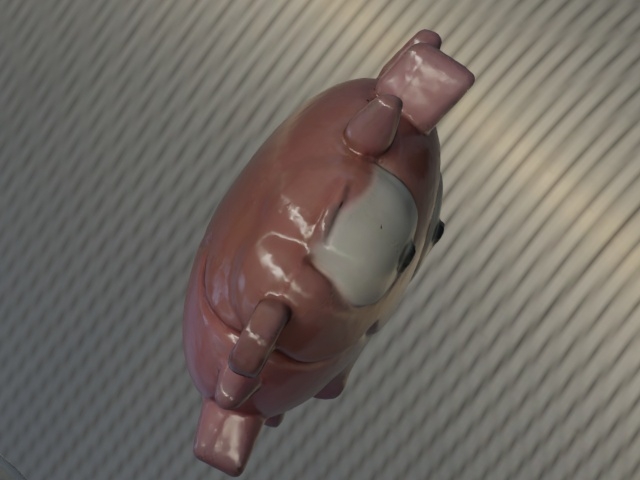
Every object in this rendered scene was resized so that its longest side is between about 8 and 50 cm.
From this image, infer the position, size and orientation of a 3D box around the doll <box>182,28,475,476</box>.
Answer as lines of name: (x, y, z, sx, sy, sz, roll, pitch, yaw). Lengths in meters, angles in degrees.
doll: (0.000, 0.000, 0.806, 0.093, 0.262, 0.211, 29, 105, 3)

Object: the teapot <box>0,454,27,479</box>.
teapot: (-0.183, 0.049, 0.419, 0.159, 0.245, 0.116, -42, 34, 45)
